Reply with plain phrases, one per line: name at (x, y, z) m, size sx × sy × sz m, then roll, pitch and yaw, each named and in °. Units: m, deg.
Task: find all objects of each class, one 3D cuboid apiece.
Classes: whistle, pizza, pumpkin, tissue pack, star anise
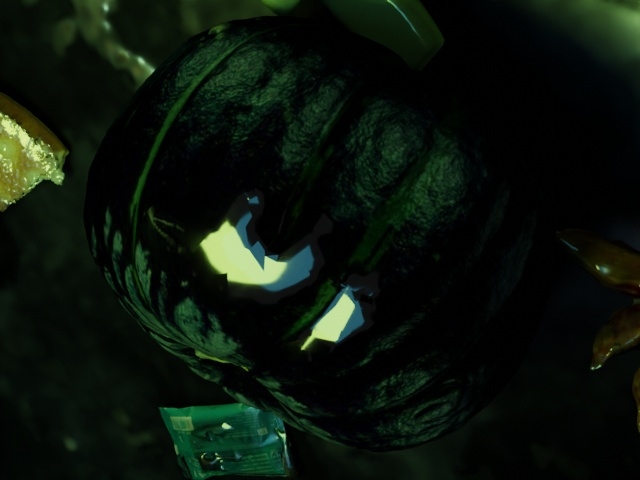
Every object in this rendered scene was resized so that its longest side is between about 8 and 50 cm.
whistle at (-0.015, -0.240, 1.322) m, size 0.288 × 0.106 × 0.131 m, roll 44°, pitch 125°, yaw 7°
pizza at (-0.336, -0.065, 1.633) m, size 0.185 × 0.052 × 0.195 m, roll 31°, pitch 121°, yaw 6°
pumpkin at (0.000, 0.000, 1.291) m, size 0.363 × 0.266 × 0.363 m, roll 31°, pitch 164°, yaw 10°
tissue pack at (-0.089, 0.193, 1.625) m, size 0.138 × 0.028 × 0.085 m, roll -9°, pitch 107°, yaw 30°
star anise at (0.276, 0.028, 1.276) m, size 0.196 × 0.111 × 0.212 m, roll 43°, pitch 120°, yaw -1°
